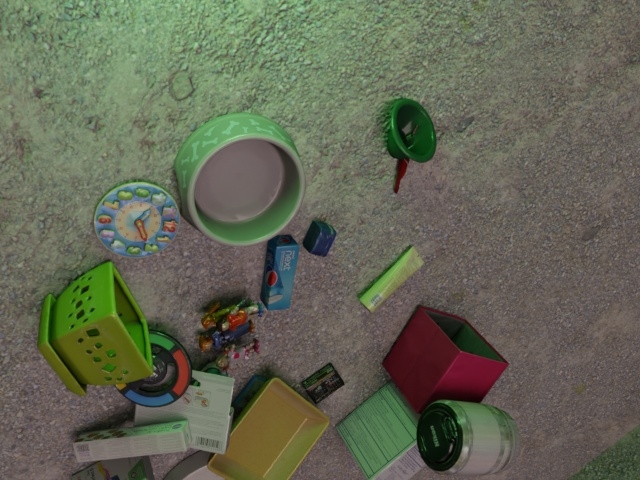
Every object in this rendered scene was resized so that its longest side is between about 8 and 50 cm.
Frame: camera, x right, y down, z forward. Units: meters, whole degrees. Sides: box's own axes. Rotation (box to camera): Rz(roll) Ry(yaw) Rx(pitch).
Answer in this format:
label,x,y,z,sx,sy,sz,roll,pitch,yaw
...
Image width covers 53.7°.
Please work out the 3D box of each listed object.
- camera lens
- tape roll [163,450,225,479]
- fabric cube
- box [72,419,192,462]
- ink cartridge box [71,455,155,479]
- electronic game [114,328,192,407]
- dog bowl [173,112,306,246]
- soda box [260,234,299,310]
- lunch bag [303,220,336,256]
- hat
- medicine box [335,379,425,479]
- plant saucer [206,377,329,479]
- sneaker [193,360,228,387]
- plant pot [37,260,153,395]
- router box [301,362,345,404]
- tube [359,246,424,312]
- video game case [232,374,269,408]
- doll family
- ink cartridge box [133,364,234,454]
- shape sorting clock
label,x,y,z,sx,sy,sz,roll,pitch,yaw
camera lens,0.454,0.615,1.970,0.274,0.219,0.219,14,111,-32
tape roll,-0.350,0.847,2.108,0.391,0.072,0.392,-12,122,-20
fabric cube,0.414,0.415,2.128,0.254,0.259,0.258,18,110,-34
box,-0.524,0.561,1.766,0.323,0.063,0.067,-9,101,7
ink cartridge box,-0.603,0.716,1.849,0.212,0.154,0.093,-28,127,-10
electronic game,-0.462,0.349,1.719,0.229,0.048,0.229,1,104,3
dog bowl,-0.194,-0.138,1.592,0.348,0.102,0.349,-12,123,-20
soda box,-0.116,0.092,1.787,0.071,0.067,0.210,-3,118,-25
lunch bag,0.000,0.000,1.791,0.065,0.067,0.098,14,112,-32
hat,0.204,-0.265,1.769,0.173,0.183,0.209,6,74,-37
medicine box,0.246,0.676,2.189,0.289,0.263,0.149,-39,128,-1
plant saucer,-0.171,0.622,2.006,0.333,0.081,0.333,-52,129,-12
sneaker,-0.346,0.490,1.876,0.107,0.110,0.275,12,112,-32
plant pot,-0.556,0.225,1.549,0.207,0.228,0.227,-22,126,-5
router box,0.008,0.474,2.092,0.122,0.038,0.092,-34,128,-6
tube,0.226,0.127,1.993,0.240,0.062,0.070,-44,172,-4
video game case,-0.182,0.501,2.026,0.166,0.015,0.119,31,101,-36
doll family,-0.265,0.253,1.792,0.163,0.118,0.263,-20,139,-29
ink cartridge box,-0.383,0.465,1.795,0.275,0.060,0.239,10,101,3
shape sorting clock,-0.448,-0.046,1.554,0.206,0.040,0.206,-13,122,-21
